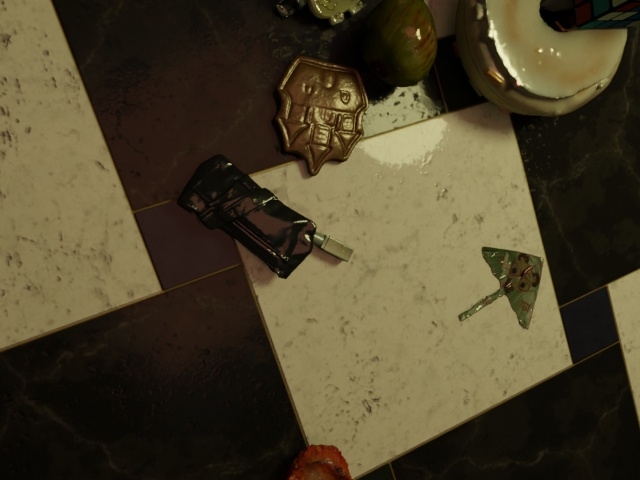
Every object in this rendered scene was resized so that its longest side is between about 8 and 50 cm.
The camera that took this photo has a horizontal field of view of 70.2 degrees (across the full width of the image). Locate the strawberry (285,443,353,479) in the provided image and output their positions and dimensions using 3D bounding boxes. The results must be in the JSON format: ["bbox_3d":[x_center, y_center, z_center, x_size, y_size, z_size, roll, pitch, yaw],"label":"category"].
[{"bbox_3d":[0.005,0.474,0.880,0.121,0.082,0.188,-16,108,5],"label":"strawberry"}]

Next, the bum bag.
[{"bbox_3d":[-0.126,-0.042,0.816,0.248,0.060,0.123,38,83,-13],"label":"bum bag"}]

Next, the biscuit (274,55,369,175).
[{"bbox_3d":[0.002,-0.228,0.856,0.182,0.034,0.215,6,91,-16],"label":"biscuit"}]

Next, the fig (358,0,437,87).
[{"bbox_3d":[0.176,-0.415,0.845,0.151,0.151,0.259,35,79,-15],"label":"fig"}]

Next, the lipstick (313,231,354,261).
[{"bbox_3d":[0.000,0.000,0.870,0.129,0.030,0.030,28,85,-16],"label":"lipstick"}]

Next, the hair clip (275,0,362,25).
[{"bbox_3d":[0.003,-0.469,0.835,0.187,0.056,0.146,-36,109,-15],"label":"hair clip"}]

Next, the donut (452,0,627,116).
[{"bbox_3d":[0.435,-0.433,0.918,0.383,0.142,0.382,-1,93,-17],"label":"donut"}]

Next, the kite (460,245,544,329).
[{"bbox_3d":[0.409,0.111,1.009,0.250,0.012,0.229,-32,100,-11],"label":"kite"}]

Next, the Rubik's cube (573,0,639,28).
[{"bbox_3d":[0.559,-0.481,0.801,0.151,0.154,0.155,-10,95,-18],"label":"Rubik's cube"}]
